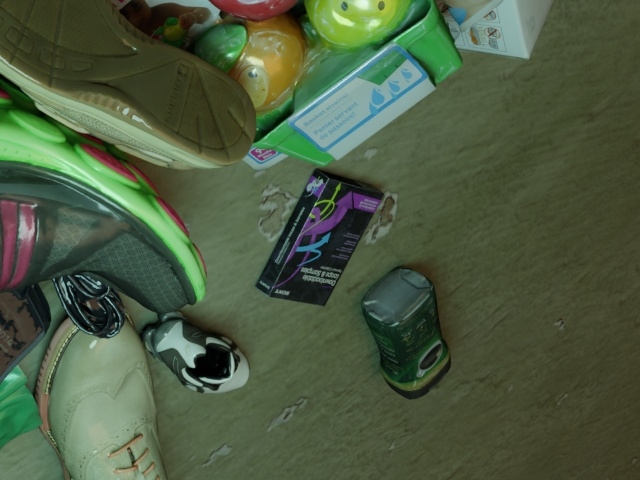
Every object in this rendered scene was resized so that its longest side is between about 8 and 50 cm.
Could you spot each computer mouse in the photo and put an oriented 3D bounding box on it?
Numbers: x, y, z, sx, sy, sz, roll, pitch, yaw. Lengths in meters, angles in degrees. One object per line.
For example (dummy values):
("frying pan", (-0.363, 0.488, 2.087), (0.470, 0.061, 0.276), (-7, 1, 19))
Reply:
("computer mouse", (-0.337, 0.093, 1.469), (0.272, 0.072, 0.188), (-44, 116, -20))

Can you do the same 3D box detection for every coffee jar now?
("coffee jar", (0.117, 0.127, 2.016), (0.096, 0.079, 0.184), (-42, 142, -21))

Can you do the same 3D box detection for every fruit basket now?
("fruit basket", (-0.037, -0.221, 1.438), (0.327, 0.165, 0.353), (-35, 143, 18))

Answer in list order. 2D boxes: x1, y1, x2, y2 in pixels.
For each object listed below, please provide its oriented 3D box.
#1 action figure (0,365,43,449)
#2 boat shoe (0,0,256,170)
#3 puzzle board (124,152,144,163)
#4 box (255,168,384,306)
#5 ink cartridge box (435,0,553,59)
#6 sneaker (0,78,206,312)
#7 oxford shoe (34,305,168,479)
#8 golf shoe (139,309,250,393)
("action figure", (-0.391, 0.218, 1.530), (0.232, 0.063, 0.137), (-42, 144, -23))
("boat shoe", (-0.219, -0.153, 1.341), (0.341, 0.110, 0.122), (33, 62, -27))
("puzzle board", (-0.187, -0.121, 1.530), (0.128, 0.011, 0.096), (-16, 128, -42))
("box", (0.000, 0.000, 1.824), (0.116, 0.029, 0.162), (12, 110, -52))
("ink cartridge box", (0.181, -0.396, 1.590), (0.272, 0.130, 0.309), (-64, 151, -30))
("sneaker", (-0.303, -0.031, 1.347), (0.482, 0.185, 0.202), (26, 104, -41))
("oxford shoe", (-0.214, 0.237, 1.674), (0.140, 0.146, 0.397), (-29, 137, -30))
("golf shoe", (-0.127, 0.147, 1.748), (0.077, 0.094, 0.198), (-55, 146, 0))
